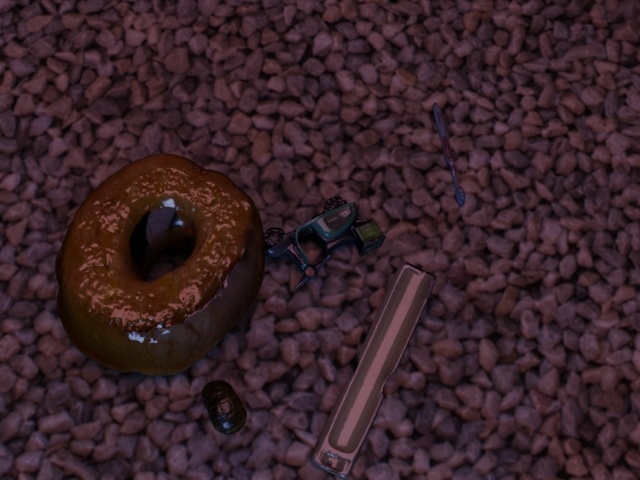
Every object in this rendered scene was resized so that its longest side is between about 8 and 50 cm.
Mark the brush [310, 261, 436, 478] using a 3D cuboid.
[{"bbox_3d":[0.076,0.181,1.651,0.060,0.050,0.321,24,70,6],"label":"brush"}]

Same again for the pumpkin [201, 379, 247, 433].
[{"bbox_3d":[-0.135,0.225,1.616,0.050,0.028,0.083,-27,63,-16],"label":"pumpkin"}]

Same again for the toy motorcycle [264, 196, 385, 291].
[{"bbox_3d":[0.000,0.000,1.734,0.173,0.058,0.100,-24,72,-19],"label":"toy motorcycle"}]

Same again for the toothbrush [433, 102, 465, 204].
[{"bbox_3d":[0.202,-0.140,1.848,0.013,0.019,0.193,-7,61,-8],"label":"toothbrush"}]

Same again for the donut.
[{"bbox_3d":[-0.224,0.029,1.648,0.299,0.150,0.317,-1,62,-9],"label":"donut"}]
